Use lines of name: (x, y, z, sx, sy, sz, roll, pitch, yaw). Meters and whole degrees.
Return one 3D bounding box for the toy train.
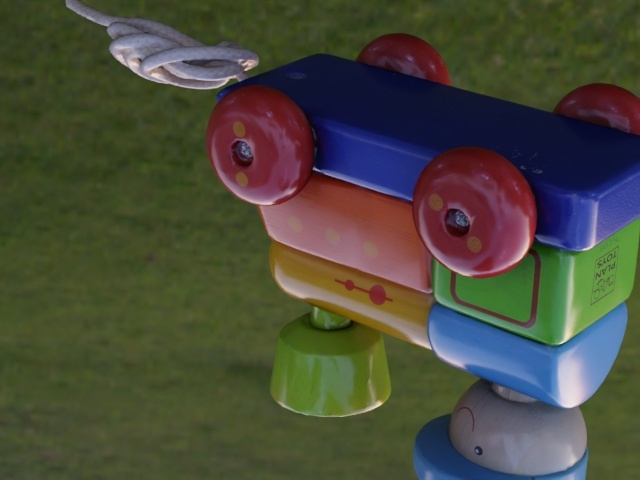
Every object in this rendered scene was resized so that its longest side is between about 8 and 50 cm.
toy train: (0.000, 0.000, 0.591, 0.248, 0.143, 0.105, 19, -151, 33)
